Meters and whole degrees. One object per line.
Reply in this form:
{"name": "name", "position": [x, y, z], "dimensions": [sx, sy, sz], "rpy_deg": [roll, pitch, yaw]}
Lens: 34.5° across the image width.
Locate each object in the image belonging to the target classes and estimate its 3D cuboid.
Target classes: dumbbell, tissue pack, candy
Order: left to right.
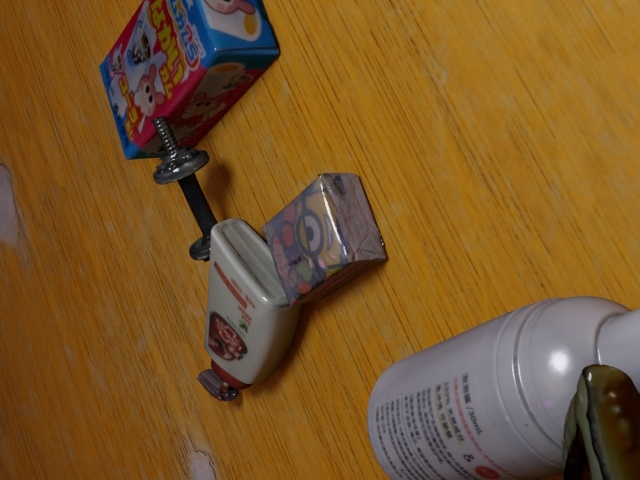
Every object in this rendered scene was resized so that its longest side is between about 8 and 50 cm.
{"name": "candy", "position": [-0.183, -0.240, 1.362], "dimensions": [0.306, 0.100, 0.157], "rpy_deg": [-35, 68, 51]}
{"name": "dumbbell", "position": [-0.160, -0.047, 1.358], "dimensions": [0.082, 0.082, 0.254], "rpy_deg": [2, 120, 55]}
{"name": "tissue pack", "position": [0.000, 0.000, 1.189], "dimensions": [0.148, 0.060, 0.108], "rpy_deg": [-37, 66, 51]}

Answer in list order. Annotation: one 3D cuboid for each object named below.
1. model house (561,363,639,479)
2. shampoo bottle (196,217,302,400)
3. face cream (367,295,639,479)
{"name": "model house", "position": [0.290, 0.188, 0.699], "dimensions": [0.268, 0.239, 0.173], "rpy_deg": [76, -176, -62]}
{"name": "shampoo bottle", "position": [-0.109, 0.121, 1.352], "dimensions": [0.153, 0.071, 0.284], "rpy_deg": [46, 138, 26]}
{"name": "face cream", "position": [0.198, 0.122, 0.868], "dimensions": [0.370, 0.145, 0.145], "rpy_deg": [-33, 70, 51]}
